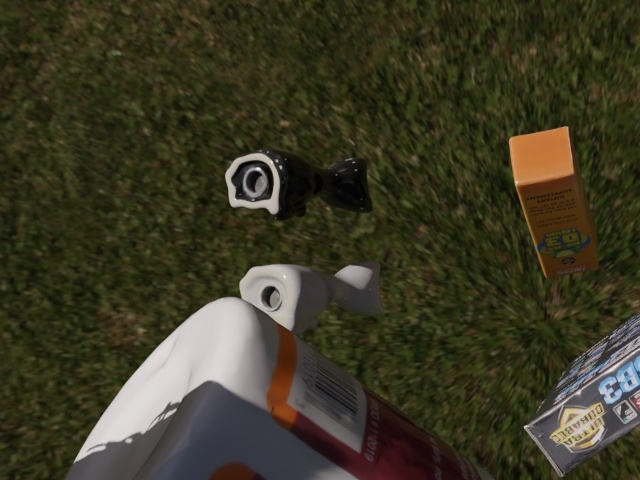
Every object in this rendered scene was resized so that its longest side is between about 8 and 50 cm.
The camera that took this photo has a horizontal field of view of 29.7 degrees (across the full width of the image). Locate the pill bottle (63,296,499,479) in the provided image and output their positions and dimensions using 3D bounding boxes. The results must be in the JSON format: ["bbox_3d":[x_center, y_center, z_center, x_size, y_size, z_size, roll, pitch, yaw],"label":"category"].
[{"bbox_3d":[0.034,0.232,0.772,0.392,0.224,0.224,37,93,-15],"label":"pill bottle"}]

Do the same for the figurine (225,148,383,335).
[{"bbox_3d":[0.000,0.000,1.443,0.092,0.209,0.215,-9,86,41],"label":"figurine"}]

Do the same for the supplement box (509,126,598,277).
[{"bbox_3d":[0.300,-0.043,1.528,0.078,0.233,0.080,-11,57,15],"label":"supplement box"}]

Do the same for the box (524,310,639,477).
[{"bbox_3d":[0.369,0.103,1.258,0.295,0.293,0.073,-40,84,20],"label":"box"}]
